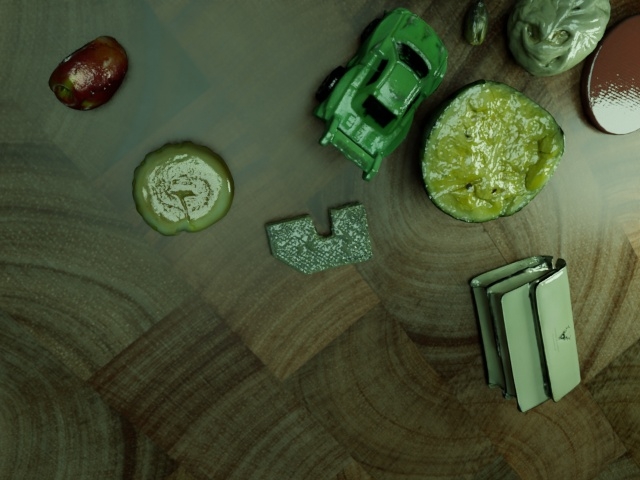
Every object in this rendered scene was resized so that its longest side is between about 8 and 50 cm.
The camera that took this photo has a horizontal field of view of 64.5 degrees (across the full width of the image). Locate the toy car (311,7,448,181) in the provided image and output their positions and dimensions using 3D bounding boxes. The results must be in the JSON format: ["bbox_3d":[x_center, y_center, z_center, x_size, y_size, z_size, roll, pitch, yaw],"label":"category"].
[{"bbox_3d":[0.134,-0.320,1.106,0.213,0.176,0.359,37,92,-20],"label":"toy car"}]

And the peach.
[{"bbox_3d":[-0.447,-0.327,1.009,0.092,0.127,0.172,49,64,-11],"label":"peach"}]

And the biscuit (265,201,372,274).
[{"bbox_3d":[0.000,0.000,1.221,0.249,0.046,0.148,-12,107,-10],"label":"biscuit"}]

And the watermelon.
[{"bbox_3d":[0.371,-0.212,1.187,0.330,0.189,0.331,-2,116,-3],"label":"watermelon"}]

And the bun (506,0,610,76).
[{"bbox_3d":[0.538,-0.483,1.155,0.230,0.133,0.231,5,125,6],"label":"bun"}]

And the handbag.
[{"bbox_3d":[0.567,0.246,1.363,0.236,0.160,0.359,-20,108,-16],"label":"handbag"}]

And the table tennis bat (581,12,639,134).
[{"bbox_3d":[0.819,-0.474,1.300,0.267,0.051,0.415,17,101,-18],"label":"table tennis bat"}]

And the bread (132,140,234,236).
[{"bbox_3d":[-0.295,-0.113,1.092,0.213,0.105,0.214,-2,103,-9],"label":"bread"}]

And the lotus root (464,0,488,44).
[{"bbox_3d":[0.363,-0.507,1.179,0.054,0.049,0.099,3,104,-5],"label":"lotus root"}]
